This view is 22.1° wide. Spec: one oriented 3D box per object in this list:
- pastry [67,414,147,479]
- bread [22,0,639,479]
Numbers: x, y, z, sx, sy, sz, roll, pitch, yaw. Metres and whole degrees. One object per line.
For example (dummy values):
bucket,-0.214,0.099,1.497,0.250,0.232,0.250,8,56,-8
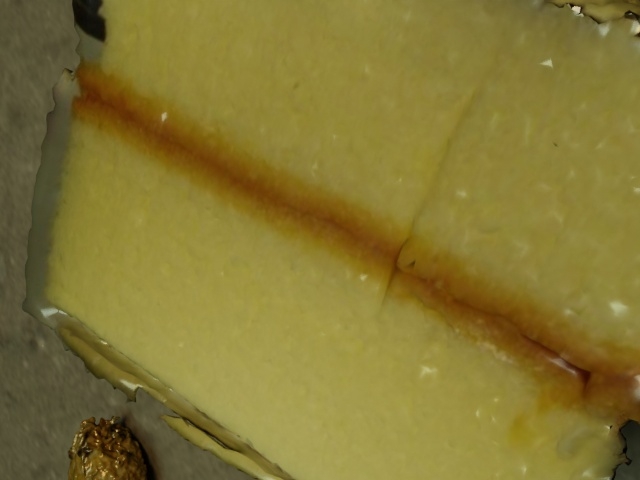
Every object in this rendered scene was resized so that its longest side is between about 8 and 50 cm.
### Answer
pastry,-0.166,0.202,1.255,0.080,0.056,0.140,54,146,31
bread,0.000,0.000,0.763,0.405,0.242,0.345,-110,28,-60
